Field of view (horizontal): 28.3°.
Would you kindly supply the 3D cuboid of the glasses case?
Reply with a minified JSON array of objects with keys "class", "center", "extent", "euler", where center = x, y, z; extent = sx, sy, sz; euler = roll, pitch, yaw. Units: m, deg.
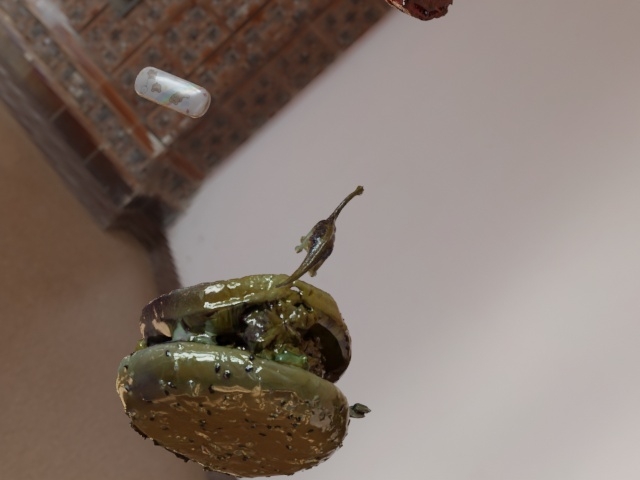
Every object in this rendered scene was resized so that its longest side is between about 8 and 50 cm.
[{"class":"glasses case","center":[-0.148,-0.148,1.271],"extent":[0.083,0.032,0.021],"euler":[25,-1,19]}]

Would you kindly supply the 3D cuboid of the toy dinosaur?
[{"class":"toy dinosaur","center":[-0.006,0.007,1.355],"extent":[0.037,0.058,0.180],"euler":[30,51,-2]}]

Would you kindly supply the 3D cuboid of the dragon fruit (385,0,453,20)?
[{"class":"dragon fruit","center":[0.122,-0.337,1.582],"extent":[0.083,0.162,0.106],"euler":[6,-16,34]}]

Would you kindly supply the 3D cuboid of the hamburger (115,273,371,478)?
[{"class":"hamburger","center":[-0.089,0.181,1.698],"extent":[0.318,0.277,0.195],"euler":[39,47,-40]}]
